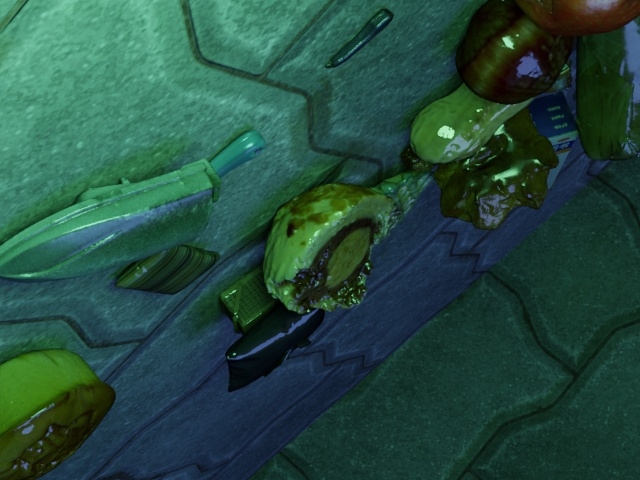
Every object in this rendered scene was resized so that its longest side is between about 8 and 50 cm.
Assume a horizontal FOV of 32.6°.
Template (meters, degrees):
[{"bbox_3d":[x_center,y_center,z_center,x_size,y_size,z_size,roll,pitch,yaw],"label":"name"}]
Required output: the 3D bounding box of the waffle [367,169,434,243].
[{"bbox_3d":[0.100,-0.041,2.242,0.309,0.056,0.292,-26,159,-43],"label":"waffle"}]

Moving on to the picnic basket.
[{"bbox_3d":[-0.112,0.109,2.123,0.164,0.079,0.115,-36,165,-13],"label":"picnic basket"}]

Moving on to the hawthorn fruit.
[{"bbox_3d":[0.369,-0.398,1.630,0.299,0.211,0.211,-23,158,-25],"label":"hawthorn fruit"}]

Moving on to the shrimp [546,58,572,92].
[{"bbox_3d":[0.520,-0.352,2.379,0.091,0.043,0.184,-49,161,17],"label":"shrimp"}]

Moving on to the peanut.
[{"bbox_3d":[0.289,-0.244,1.994,0.290,0.130,0.130,-40,164,0],"label":"peanut"}]

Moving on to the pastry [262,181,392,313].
[{"bbox_3d":[-0.002,-0.006,1.934,0.256,0.170,0.236,0,118,-53],"label":"pastry"}]

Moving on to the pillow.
[{"bbox_3d":[-0.240,0.045,1.735,0.113,0.038,0.203,-39,164,9],"label":"pillow"}]

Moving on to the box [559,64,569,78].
[{"bbox_3d":[0.397,-0.321,2.093,0.133,0.090,0.023,-34,159,-20],"label":"box"}]

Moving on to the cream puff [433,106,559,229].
[{"bbox_3d":[0.333,-0.157,2.119,0.241,0.269,0.155,-13,170,6],"label":"cream puff"}]

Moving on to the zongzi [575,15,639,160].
[{"bbox_3d":[0.555,-0.335,2.089,0.393,0.174,0.356,4,97,-63],"label":"zongzi"}]

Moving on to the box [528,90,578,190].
[{"bbox_3d":[0.417,-0.188,2.366,0.200,0.106,0.299,-15,159,-6],"label":"box"}]

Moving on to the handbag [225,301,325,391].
[{"bbox_3d":[-0.082,0.184,2.095,0.254,0.088,0.211,-38,163,-20],"label":"handbag"}]

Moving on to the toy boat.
[{"bbox_3d":[-0.277,-0.016,1.403,0.319,0.092,0.141,-21,157,-31],"label":"toy boat"}]

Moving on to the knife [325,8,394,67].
[{"bbox_3d":[0.055,-0.283,1.553,0.121,0.018,0.031,-42,171,10],"label":"knife"}]

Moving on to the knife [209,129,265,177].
[{"bbox_3d":[-0.179,-0.075,1.576,0.244,0.032,0.058,-38,173,9],"label":"knife"}]

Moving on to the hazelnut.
[{"bbox_3d":[0.323,-0.319,1.793,0.204,0.178,0.178,-51,164,-1],"label":"hazelnut"}]

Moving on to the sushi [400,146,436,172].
[{"bbox_3d":[0.198,-0.156,2.148,0.118,0.060,0.061,-23,152,-49],"label":"sushi"}]

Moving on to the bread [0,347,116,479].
[{"bbox_3d":[-0.451,0.280,1.691,0.270,0.148,0.270,-37,165,-12],"label":"bread"}]
